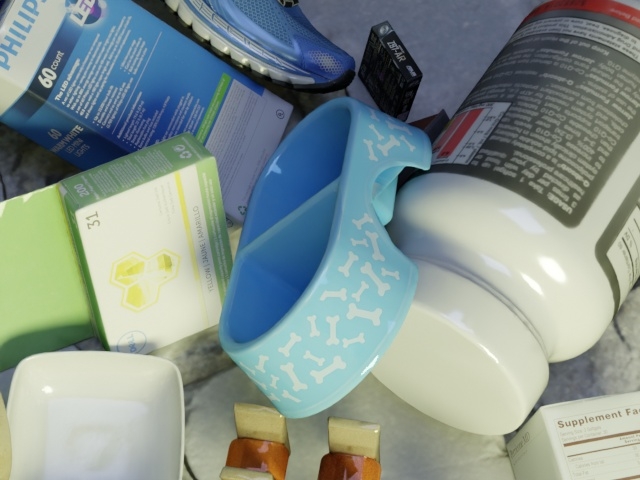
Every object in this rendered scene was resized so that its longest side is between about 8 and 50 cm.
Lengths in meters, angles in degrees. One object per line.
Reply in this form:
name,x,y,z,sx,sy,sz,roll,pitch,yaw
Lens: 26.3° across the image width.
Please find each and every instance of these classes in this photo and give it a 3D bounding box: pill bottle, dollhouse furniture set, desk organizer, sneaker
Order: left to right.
sneaker,-0.084,-0.264,1.245,0.330,0.130,0.147,45,100,7
dollhouse furniture set,0.020,0.285,1.057,0.259,0.135,0.262,7,62,7
desk organizer,0.077,-0.065,1.260,0.130,0.050,0.047,-47,112,-41
pill bottle,0.184,-0.028,1.171,0.210,0.210,0.363,34,63,8

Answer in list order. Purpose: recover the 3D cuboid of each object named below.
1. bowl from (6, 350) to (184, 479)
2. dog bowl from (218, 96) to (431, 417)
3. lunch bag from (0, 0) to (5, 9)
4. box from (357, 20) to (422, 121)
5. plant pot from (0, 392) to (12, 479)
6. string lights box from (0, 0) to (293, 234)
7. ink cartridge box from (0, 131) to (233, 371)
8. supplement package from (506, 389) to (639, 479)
bowl,-0.182,0.164,1.102,0.142,0.053,0.142,3,63,-9
dog bowl,0.000,0.000,1.090,0.074,0.166,0.297,37,39,-23
lunch bag,-0.429,-0.259,1.165,0.328,0.239,0.385,18,86,-2
box,0.065,-0.156,1.285,0.018,0.083,0.067,-24,69,-19
plant pot,-0.376,0.159,0.987,0.274,0.256,0.256,-15,66,-34
string lights box,-0.164,-0.121,1.179,0.260,0.077,0.133,32,60,-20
ink cartridge box,-0.188,0.028,1.103,0.235,0.171,0.056,-23,42,-20
supplement package,0.235,0.226,1.112,0.105,0.105,0.179,-8,65,-13
